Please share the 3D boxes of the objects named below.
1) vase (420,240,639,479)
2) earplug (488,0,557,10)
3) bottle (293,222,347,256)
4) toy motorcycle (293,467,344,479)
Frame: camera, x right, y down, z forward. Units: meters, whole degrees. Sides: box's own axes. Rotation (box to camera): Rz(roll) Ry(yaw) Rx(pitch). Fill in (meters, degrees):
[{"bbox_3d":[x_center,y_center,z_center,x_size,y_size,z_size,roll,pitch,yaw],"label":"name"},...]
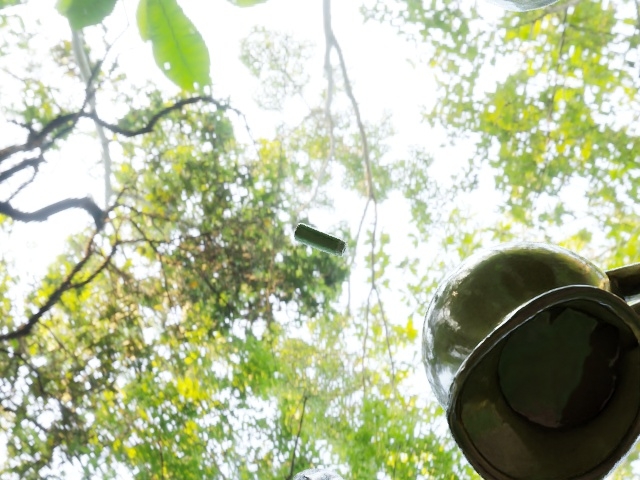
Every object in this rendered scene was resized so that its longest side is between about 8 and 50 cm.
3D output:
[{"bbox_3d":[0.272,0.102,0.811,0.329,0.302,0.241,-28,-89,3],"label":"vase"},{"bbox_3d":[0.174,-0.484,0.930,0.394,0.313,0.313,3,-138,-40],"label":"earplug"},{"bbox_3d":[0.000,0.000,1.196,0.083,0.030,0.030,21,-125,11],"label":"bottle"},{"bbox_3d":[0.057,0.181,0.244,0.073,0.225,0.152,-31,-152,-22],"label":"toy motorcycle"}]
